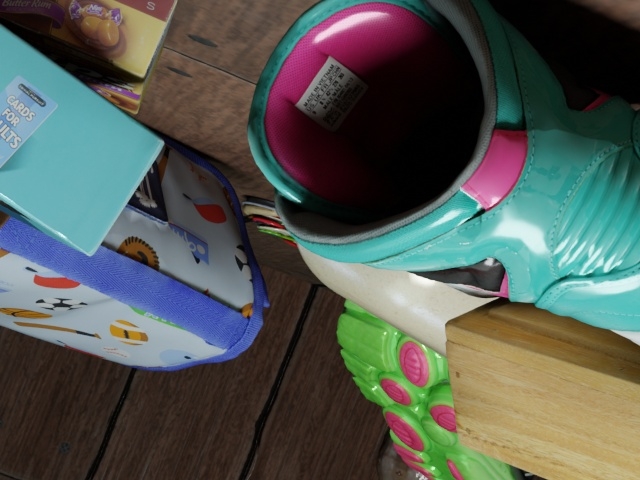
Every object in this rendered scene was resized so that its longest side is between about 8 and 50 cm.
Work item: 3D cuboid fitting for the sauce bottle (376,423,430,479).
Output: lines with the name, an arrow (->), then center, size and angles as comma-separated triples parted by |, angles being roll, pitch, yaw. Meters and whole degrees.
sauce bottle -> 0.127, 0.207, 1.891 | 0.111, 0.344, 0.111 | 23, 176, 2

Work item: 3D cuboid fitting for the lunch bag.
lunch bag -> -0.263, -0.024, 1.641 | 0.328, 0.239, 0.385 | 27, 180, -37

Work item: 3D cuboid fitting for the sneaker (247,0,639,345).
sneaker -> 0.046, -0.038, 0.745 | 0.178, 0.124, 0.295 | 26, 177, -22

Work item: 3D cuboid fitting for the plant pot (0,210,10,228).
plant pot -> -0.333, -0.115, 1.246 | 0.230, 0.215, 0.215 | 35, 179, 13

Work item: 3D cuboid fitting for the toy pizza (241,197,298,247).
toy pizza -> 0.000, 0.000, 1.987 | 0.201, 0.032, 0.201 | 21, 176, 2

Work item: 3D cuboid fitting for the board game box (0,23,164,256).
board game box -> -0.276, -0.129, 0.952 | 0.336, 0.079, 0.254 | 35, 173, -26

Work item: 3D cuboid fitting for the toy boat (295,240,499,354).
toy boat -> 0.148, 0.027, 1.093 | 0.318, 0.148, 0.267 | 27, 176, 45

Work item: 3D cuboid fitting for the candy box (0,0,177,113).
candy box -> -0.147, -0.126, 1.014 | 0.109, 0.053, 0.186 | 23, 174, -6

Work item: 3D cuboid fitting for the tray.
tray -> 0.266, 0.072, 0.727 | 0.203, 0.076, 0.411 | -22, -156, -33

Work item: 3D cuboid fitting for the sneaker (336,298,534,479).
sneaker -> 0.148, 0.098, 1.644 | 0.185, 0.202, 0.483 | 29, 161, 20
